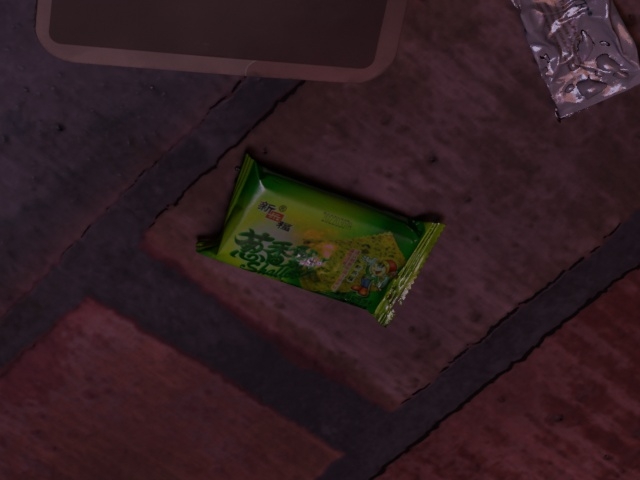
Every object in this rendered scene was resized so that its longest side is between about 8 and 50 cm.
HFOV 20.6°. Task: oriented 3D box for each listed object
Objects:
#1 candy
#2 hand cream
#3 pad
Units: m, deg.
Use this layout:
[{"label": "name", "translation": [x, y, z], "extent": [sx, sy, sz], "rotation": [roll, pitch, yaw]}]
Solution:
[{"label": "candy", "translation": [0.000, 0.001, 1.379], "extent": [0.178, 0.032, 0.102], "rotation": [20, 121, -23]}, {"label": "hand cream", "translation": [0.163, -0.191, 1.253], "extent": [0.084, 0.050, 0.257], "rotation": [-24, 133, 11]}, {"label": "pad", "translation": [-0.064, -0.192, 1.240], "extent": [0.266, 0.002, 0.176], "rotation": [3, 126, -12]}]
